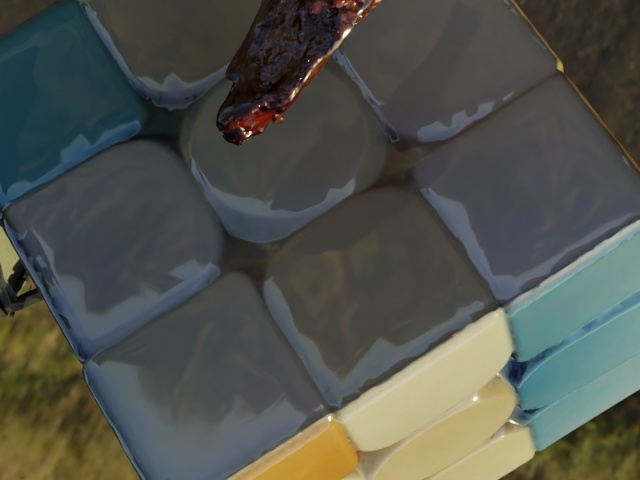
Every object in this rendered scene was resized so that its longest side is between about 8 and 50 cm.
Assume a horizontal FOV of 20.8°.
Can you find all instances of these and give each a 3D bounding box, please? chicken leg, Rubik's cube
[{"bbox_3d":[0.010,-0.137,0.952,0.053,0.205,0.093,42,-176,5],"label":"chicken leg"},{"bbox_3d":[0.000,0.000,1.182,0.346,0.347,0.344,58,178,24],"label":"Rubik's cube"}]

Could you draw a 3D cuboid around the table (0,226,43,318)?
[{"bbox_3d":[-0.230,-0.106,1.838,0.272,0.335,0.222,-21,104,4],"label":"table"}]
